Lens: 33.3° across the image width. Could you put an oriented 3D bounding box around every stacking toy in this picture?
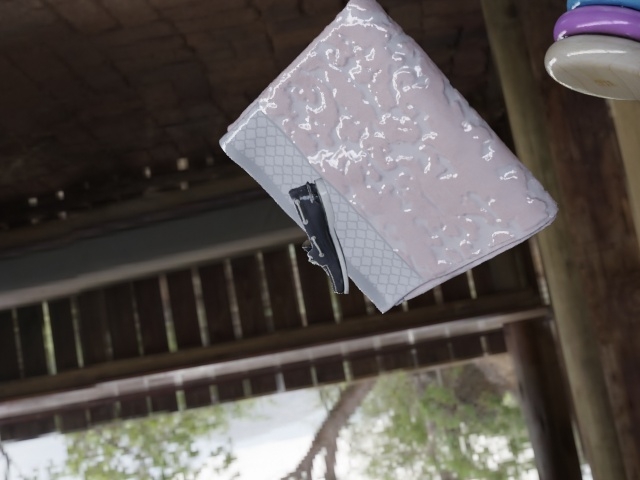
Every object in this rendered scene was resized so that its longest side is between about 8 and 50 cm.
[{"bbox_3d":[0.351,-0.332,1.194,0.141,0.330,0.141,13,174,1],"label":"stacking toy"}]

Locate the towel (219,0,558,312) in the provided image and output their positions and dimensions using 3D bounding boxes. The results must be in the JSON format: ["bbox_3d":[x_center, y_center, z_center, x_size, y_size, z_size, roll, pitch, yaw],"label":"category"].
[{"bbox_3d":[0.068,-0.085,1.280,0.317,0.332,0.053,-36,-170,46],"label":"towel"}]

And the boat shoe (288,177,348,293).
[{"bbox_3d":[0.000,0.000,1.035,0.038,0.125,0.046,-17,-149,-2],"label":"boat shoe"}]
